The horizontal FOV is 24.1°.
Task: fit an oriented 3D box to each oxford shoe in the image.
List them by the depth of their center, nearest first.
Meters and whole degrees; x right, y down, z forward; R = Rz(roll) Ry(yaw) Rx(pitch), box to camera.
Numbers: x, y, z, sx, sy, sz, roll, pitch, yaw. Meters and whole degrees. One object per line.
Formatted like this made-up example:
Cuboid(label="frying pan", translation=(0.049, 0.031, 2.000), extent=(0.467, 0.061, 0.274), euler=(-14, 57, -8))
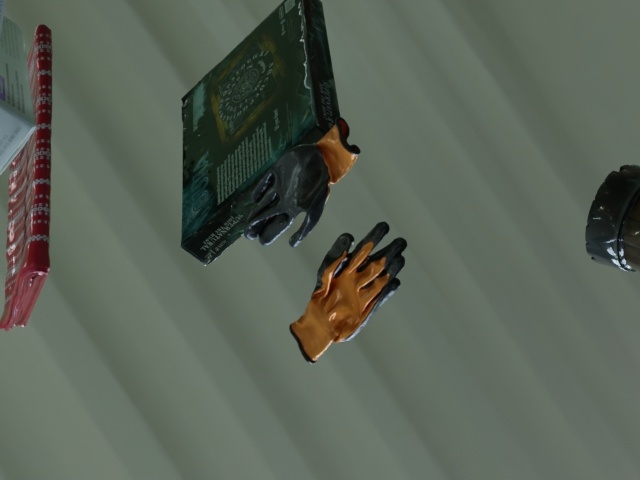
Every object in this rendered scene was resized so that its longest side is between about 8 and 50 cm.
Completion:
Cuboid(label="oxford shoe", translation=(0.260, -0.003, 0.924), extent=(0.227, 0.096, 0.083), euler=(-11, -66, -49))

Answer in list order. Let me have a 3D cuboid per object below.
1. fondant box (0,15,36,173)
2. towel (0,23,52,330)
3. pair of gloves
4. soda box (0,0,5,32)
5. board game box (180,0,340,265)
Cuboid(label="fondant box", translation=(-0.397, -0.191, 1.222), extent=(0.330, 0.096, 0.238), euler=(35, -166, -26))
Cuboid(label="towel", translation=(-0.306, -0.060, 1.563), extent=(0.031, 0.199, 0.275), euler=(4, -112, -18))
Cuboid(label="pair of gloves", translation=(0.000, 0.000, 0.608), extent=(0.010, 0.074, 0.083), euler=(-2, -122, -43))
Cuboid(label="soda box", translation=(-0.269, -0.060, 0.914), extent=(0.091, 0.098, 0.286), euler=(-2, -77, -72))
Cuboid(label="board game box", translation=(-0.043, -0.081, 0.997), extent=(0.026, 0.126, 0.186), euler=(37, -154, -27))
